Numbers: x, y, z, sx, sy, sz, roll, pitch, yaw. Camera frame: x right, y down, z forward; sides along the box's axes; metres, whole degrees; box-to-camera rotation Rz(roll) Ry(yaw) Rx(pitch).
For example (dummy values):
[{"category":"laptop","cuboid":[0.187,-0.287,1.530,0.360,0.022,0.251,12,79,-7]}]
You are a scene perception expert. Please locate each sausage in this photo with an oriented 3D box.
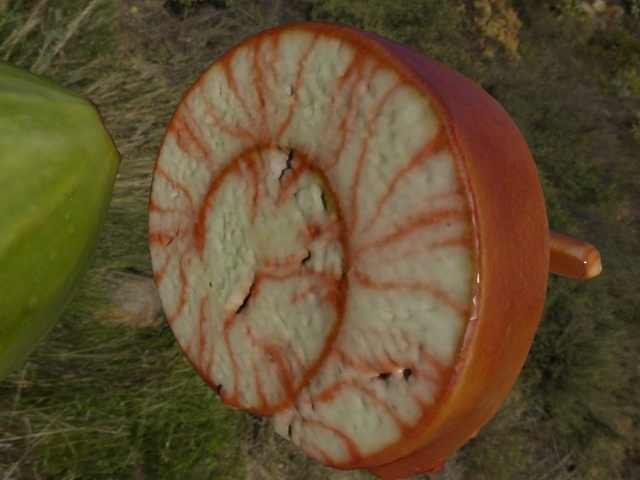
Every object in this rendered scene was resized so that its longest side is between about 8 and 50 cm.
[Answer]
[{"category":"sausage","cuboid":[0.220,0.006,0.571,0.039,0.131,0.041,-20,123,-45]}]

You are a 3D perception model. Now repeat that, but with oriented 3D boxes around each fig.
[{"category":"fig","cuboid":[-0.313,-0.018,0.441,0.316,0.316,0.316,52,26,-38]}]

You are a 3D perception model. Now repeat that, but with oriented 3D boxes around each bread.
[{"category":"bread","cuboid":[-0.001,-0.004,0.422,0.114,0.328,0.294,-4,113,-48]}]
